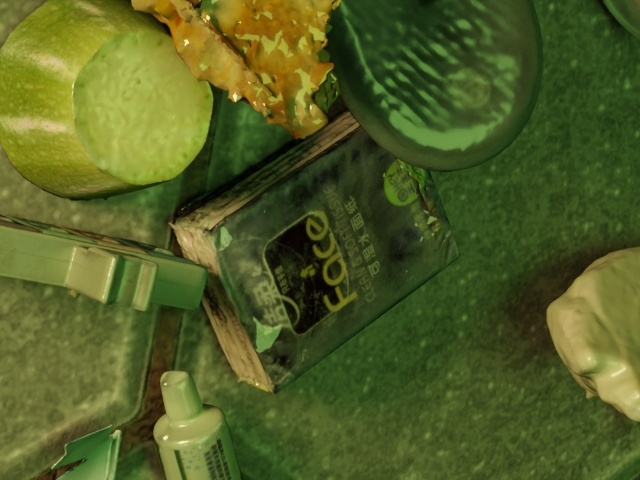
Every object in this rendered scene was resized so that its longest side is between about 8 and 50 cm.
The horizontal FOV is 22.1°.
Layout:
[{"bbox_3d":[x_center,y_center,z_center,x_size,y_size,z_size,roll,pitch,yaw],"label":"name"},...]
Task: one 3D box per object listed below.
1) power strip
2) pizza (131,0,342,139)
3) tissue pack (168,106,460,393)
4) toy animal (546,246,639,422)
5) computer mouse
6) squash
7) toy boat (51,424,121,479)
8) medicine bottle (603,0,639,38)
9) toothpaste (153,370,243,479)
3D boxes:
[{"bbox_3d":[-0.182,0.025,1.260,0.215,0.145,0.061,11,93,-37],"label":"power strip"},{"bbox_3d":[-0.091,-0.264,1.223,0.440,0.130,0.406,-9,85,-22],"label":"pizza"},{"bbox_3d":[0.000,0.000,1.434,0.235,0.073,0.173,-34,117,-27],"label":"tissue pack"},{"bbox_3d":[0.331,0.131,1.641,0.266,0.188,0.308,32,39,-6],"label":"toy animal"},{"bbox_3d":[0.056,-0.236,1.383,0.188,0.122,0.371,-23,98,-19],"label":"computer mouse"},{"bbox_3d":[-0.161,-0.109,1.268,0.170,0.123,0.170,-5,100,-31],"label":"squash"},{"bbox_3d":[-0.195,0.309,1.369,0.210,0.070,0.292,35,76,-41],"label":"toy boat"},{"bbox_3d":[0.384,-0.304,1.604,0.225,0.139,0.139,-47,124,-19],"label":"medicine bottle"},{"bbox_3d":[-0.081,0.282,1.451,0.098,0.061,0.392,-28,119,-29],"label":"toothpaste"}]
